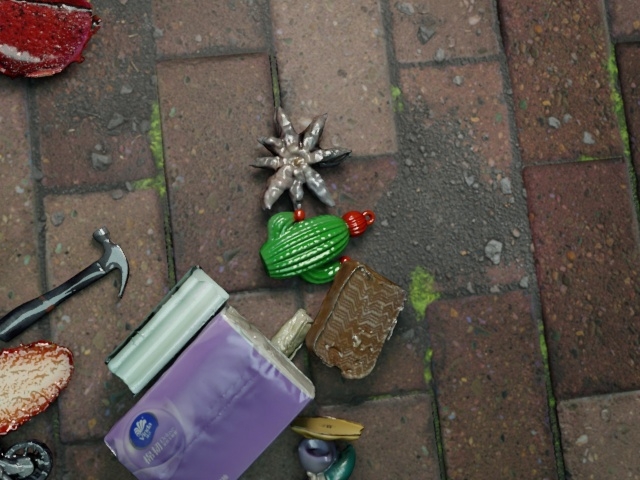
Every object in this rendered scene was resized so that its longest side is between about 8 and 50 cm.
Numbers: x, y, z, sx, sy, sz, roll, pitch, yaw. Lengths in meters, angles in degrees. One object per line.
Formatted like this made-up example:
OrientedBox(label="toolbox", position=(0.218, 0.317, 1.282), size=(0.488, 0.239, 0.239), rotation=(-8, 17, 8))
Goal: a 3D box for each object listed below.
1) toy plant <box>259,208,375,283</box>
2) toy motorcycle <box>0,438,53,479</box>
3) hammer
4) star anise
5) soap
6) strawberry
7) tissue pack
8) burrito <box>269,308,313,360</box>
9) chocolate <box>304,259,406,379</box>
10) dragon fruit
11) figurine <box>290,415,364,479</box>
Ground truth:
OrientedBox(label="toy plant", position=(-0.006, 0.013, 1.691), size=(0.240, 0.088, 0.155), rotation=(0, 100, -21))
OrientedBox(label="toy motorcycle", position=(-0.653, 0.449, 1.560), size=(0.307, 0.108, 0.173), rotation=(4, 92, -7))
OrientedBox(label="hammer", position=(-0.505, 0.109, 1.643), size=(0.289, 0.037, 0.137), rotation=(-35, 87, -10))
OrientedBox(label="star anise", position=(-0.046, -0.154, 1.698), size=(0.229, 0.093, 0.236), rotation=(44, 79, 0))
OrientedBox(label="soap", position=(-0.288, 0.174, 1.604), size=(0.094, 0.150, 0.261), rotation=(42, 81, 3))
OrientedBox(label="strawberry", position=(-0.573, 0.281, 1.598), size=(0.208, 0.087, 0.167), rotation=(-9, 83, -24))
OrientedBox(label="tissue pack", position=(-0.200, 0.320, 1.571), size=(0.242, 0.160, 0.338), rotation=(42, 91, -2))
OrientedBox(label="burrito", position=(-0.081, 0.221, 1.678), size=(0.058, 0.045, 0.188), rotation=(37, 83, 24))
OrientedBox(label="chocolate", position=(0.064, 0.159, 1.668), size=(0.148, 0.093, 0.214), rotation=(32, 82, -19))
OrientedBox(label="dragon fruit", position=(-0.560, -0.423, 1.648), size=(0.261, 0.163, 0.189), rotation=(4, 54, -9))
OrientedBox(label="figurine", position=(0.014, 0.479, 1.599), size=(0.208, 0.181, 0.257), rotation=(6, 90, -35))
